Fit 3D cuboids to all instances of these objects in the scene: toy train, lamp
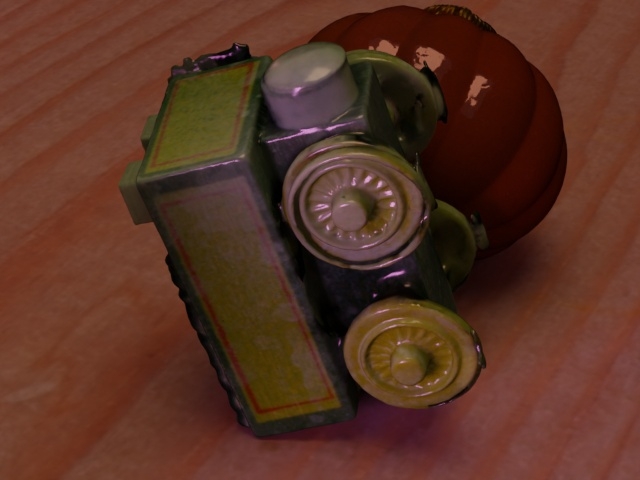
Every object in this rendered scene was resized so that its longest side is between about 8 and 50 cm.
[{"bbox_3d":[0.000,0.000,0.999,0.188,0.271,0.159,-11,34,14],"label":"toy train"},{"bbox_3d":[0.074,-0.077,1.150,0.223,0.223,0.196,14,68,21],"label":"lamp"}]
